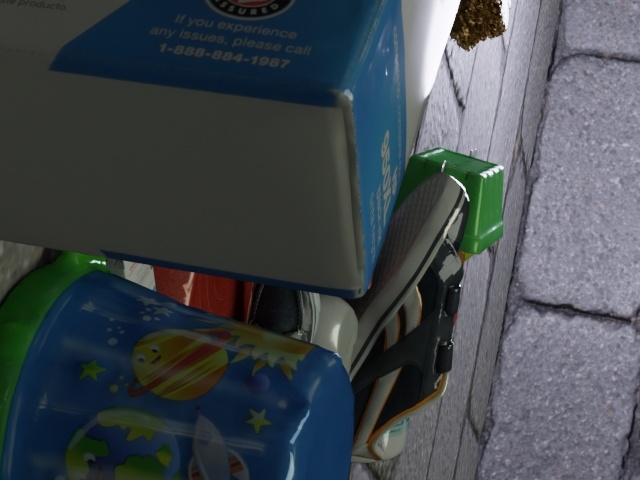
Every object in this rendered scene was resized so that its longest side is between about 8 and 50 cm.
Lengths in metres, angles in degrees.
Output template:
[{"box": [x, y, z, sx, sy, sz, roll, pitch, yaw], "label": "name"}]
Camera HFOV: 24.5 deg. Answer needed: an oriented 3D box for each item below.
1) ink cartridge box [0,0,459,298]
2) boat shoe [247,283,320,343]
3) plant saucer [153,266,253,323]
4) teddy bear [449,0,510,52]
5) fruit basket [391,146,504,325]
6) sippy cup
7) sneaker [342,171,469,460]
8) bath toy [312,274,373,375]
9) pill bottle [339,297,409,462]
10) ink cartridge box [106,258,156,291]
[{"box": [-0.063, -0.183, 0.872, 0.166, 0.286, 0.395, 82, 22, -50], "label": "ink cartridge box"}, {"box": [-0.043, 0.105, 1.348, 0.083, 0.065, 0.183, -50, 146, -66], "label": "boat shoe"}, {"box": [-0.097, 0.017, 1.321, 0.258, 0.048, 0.259, 37, 61, -73], "label": "plant saucer"}, {"box": [0.187, -0.436, 2.085, 0.338, 0.113, 0.245, 59, 33, -56], "label": "teddy bear"}, {"box": [0.142, 0.042, 2.114, 0.353, 0.165, 0.327, -69, 168, 13], "label": "fruit basket"}, {"box": [-0.100, 0.143, 1.027, 0.240, 0.224, 0.305, -60, 154, -56], "label": "sippy cup"}, {"box": [0.089, 0.086, 1.559, 0.321, 0.127, 0.126, -59, -166, 12], "label": "sneaker"}, {"box": [0.000, 0.000, 1.523, 0.151, 0.129, 0.348, 76, 25, -51], "label": "bath toy"}, {"box": [0.040, 0.111, 1.690, 0.146, 0.146, 0.264, -21, 118, -73], "label": "pill bottle"}, {"box": [-0.153, 0.026, 1.148, 0.048, 0.028, 0.083, -64, 157, -50], "label": "ink cartridge box"}]
